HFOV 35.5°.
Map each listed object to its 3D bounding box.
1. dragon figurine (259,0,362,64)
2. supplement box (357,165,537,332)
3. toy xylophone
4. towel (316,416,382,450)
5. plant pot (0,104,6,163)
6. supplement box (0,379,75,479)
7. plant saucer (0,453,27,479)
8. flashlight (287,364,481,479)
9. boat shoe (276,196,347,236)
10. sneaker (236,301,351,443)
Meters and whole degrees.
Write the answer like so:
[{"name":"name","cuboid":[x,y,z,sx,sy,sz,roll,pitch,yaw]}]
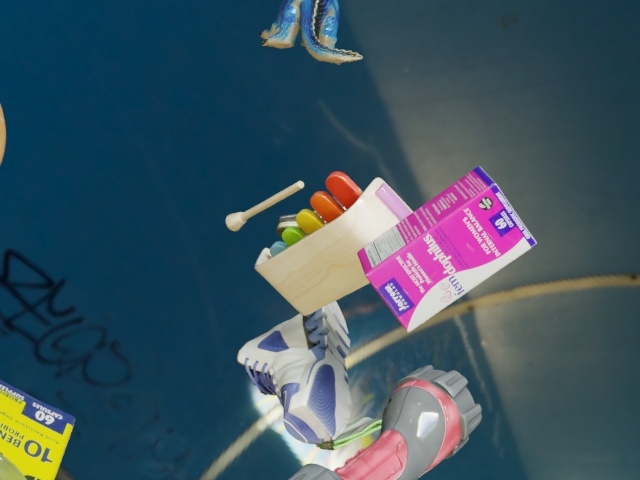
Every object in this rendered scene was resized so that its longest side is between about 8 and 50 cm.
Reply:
[{"name":"dragon figurine","cuboid":[-0.004,-0.262,1.019,0.085,0.289,0.144,12,-74,-9]},{"name":"supplement box","cuboid":[0.174,0.011,1.415,0.111,0.220,0.114,52,8,-16]},{"name":"toy xylophone","cuboid":[0.000,0.000,1.560,0.323,0.081,0.236,-20,-64,42]},{"name":"towel","cuboid":[0.054,0.331,1.734,0.023,0.113,0.152,65,-15,5]},{"name":"plant pot","cuboid":[-0.476,-0.100,1.073,0.203,0.291,0.291,-19,-56,42]},{"name":"supplement box","cuboid":[-0.425,0.303,1.083,0.194,0.195,0.356,32,15,-13]},{"name":"plant saucer","cuboid":[-0.261,0.299,0.866,0.241,0.037,0.241,155,-90,-85]},{"name":"flashlight","cuboid":[0.056,0.225,1.035,0.103,0.304,0.103,42,-56,20]},{"name":"boat shoe","cuboid":[0.027,-0.045,1.880,0.223,0.073,0.080,-3,-20,-6]},{"name":"sneaker","cuboid":[-0.051,0.239,1.732,0.182,0.315,0.127,-24,-62,19]}]
